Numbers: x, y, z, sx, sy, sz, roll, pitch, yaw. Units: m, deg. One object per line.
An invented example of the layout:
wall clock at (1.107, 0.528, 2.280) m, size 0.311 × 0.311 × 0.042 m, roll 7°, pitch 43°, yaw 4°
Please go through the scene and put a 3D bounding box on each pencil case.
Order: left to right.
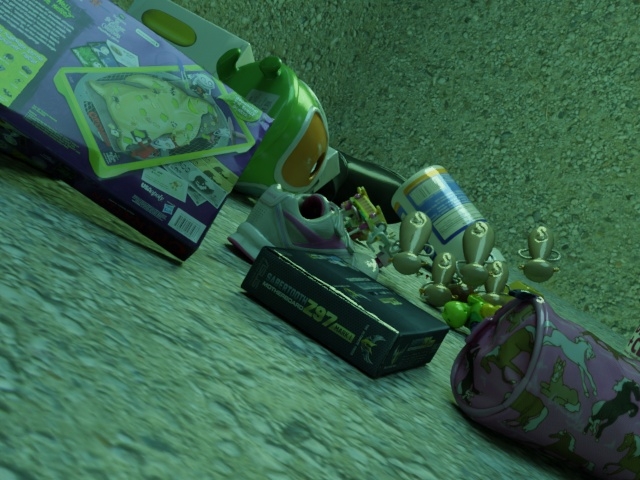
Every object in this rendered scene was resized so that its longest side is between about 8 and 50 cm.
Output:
pencil case at (0.342, 0.197, 1.103) m, size 0.386 × 0.167 × 0.160 m, roll 27°, pitch -27°, yaw -16°

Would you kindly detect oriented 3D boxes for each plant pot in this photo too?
plant pot at (0.426, 0.135, 2.072) m, size 0.081 × 0.083 × 0.081 m, roll 25°, pitch 8°, yaw -26°

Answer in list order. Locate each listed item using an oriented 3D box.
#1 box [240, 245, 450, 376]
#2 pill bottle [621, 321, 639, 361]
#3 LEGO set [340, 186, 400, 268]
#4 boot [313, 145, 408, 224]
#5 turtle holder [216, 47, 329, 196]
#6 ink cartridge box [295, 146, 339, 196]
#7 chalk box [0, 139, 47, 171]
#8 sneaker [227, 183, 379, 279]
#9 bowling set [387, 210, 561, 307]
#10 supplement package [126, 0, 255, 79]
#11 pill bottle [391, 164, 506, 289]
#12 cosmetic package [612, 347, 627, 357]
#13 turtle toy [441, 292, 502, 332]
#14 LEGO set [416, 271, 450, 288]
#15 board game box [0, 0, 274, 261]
box at (0.037, 0.079, 1.124) m, size 0.183 × 0.059 × 0.233 m, roll 33°, pitch 9°, yaw 20°
pill bottle at (0.672, 0.192, 1.826) m, size 0.160 × 0.283 × 0.160 m, roll 28°, pitch 7°, yaw -4°
LEGO set at (0.059, -0.023, 1.868) m, size 0.132 × 0.107 × 0.287 m, roll 63°, pitch -4°, yaw -11°
boot at (0.041, -0.136, 2.211) m, size 0.367 × 0.146 × 0.445 m, roll 22°, pitch 4°, yaw 6°
turtle holder at (-0.132, -0.184, 1.771) m, size 0.320 × 0.243 × 0.227 m, roll -14°, pitch -39°, yaw 35°
ink cartridge box at (-0.061, -0.128, 1.910) m, size 0.104 × 0.180 × 0.060 m, roll 34°, pitch -32°, yaw 31°
chalk box at (-0.366, -0.183, 1.127) m, size 0.213 × 0.132 × 0.132 m, roll 26°, pitch 9°, yaw -17°
sneaker at (0.000, 0.000, 1.308) m, size 0.252 × 0.111 × 0.103 m, roll 21°, pitch 11°, yaw -47°
bowling set at (0.264, 0.076, 1.688) m, size 0.287 × 0.200 × 0.154 m, roll 5°, pitch 38°, yaw 12°
supplement package at (-0.299, -0.356, 2.059) m, size 0.263 × 0.199 × 0.198 m, roll 30°, pitch -11°, yaw 9°
pill bottle at (0.293, -0.024, 2.192) m, size 0.272 × 0.152 × 0.152 m, roll 55°, pitch 17°, yaw 20°
cosmetic package at (0.413, 0.212, 1.459) m, size 0.127 × 0.107 × 0.238 m, roll 29°, pitch 10°, yaw 1°
turtle toy at (0.258, 0.128, 1.573) m, size 0.130 × 0.066 × 0.095 m, roll 27°, pitch 6°, yaw -13°
LEGO set at (0.227, 0.084, 1.942) m, size 0.083 × 0.023 × 0.054 m, roll 18°, pitch -3°, yaw 37°
board game box at (-0.237, -0.154, 1.050) m, size 0.347 × 0.208 × 0.056 m, roll 35°, pitch -31°, yaw -12°
